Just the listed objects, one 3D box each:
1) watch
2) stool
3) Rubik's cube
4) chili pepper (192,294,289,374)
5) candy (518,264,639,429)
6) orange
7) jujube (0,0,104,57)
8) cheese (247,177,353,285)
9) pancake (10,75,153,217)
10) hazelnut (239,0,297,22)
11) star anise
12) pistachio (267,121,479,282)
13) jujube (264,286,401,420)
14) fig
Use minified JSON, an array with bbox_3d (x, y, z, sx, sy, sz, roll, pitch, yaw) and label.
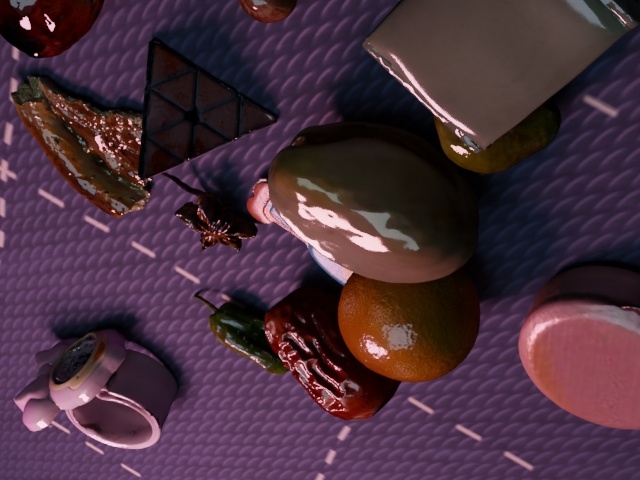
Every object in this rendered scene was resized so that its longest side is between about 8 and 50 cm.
[{"bbox_3d":[-0.396,0.292,2.301,0.248,0.211,0.217,-21,124,35],"label":"watch"},{"bbox_3d":[0.216,-0.267,1.264,0.170,0.270,0.243,42,139,-7],"label":"stool"},{"bbox_3d":[-0.209,-0.132,1.797,0.211,0.190,0.178,36,157,6],"label":"Rubik's cube"},{"bbox_3d":[-0.131,0.148,2.056,0.204,0.072,0.073,31,142,3],"label":"chili pepper"},{"bbox_3d":[0.389,0.141,1.676,0.255,0.094,0.255,19,137,18],"label":"candy"},{"bbox_3d":[0.122,0.102,1.751,0.206,0.206,0.206,19,137,18],"label":"orange"},{"bbox_3d":[-0.374,-0.326,1.706,0.168,0.168,0.236,33,157,3],"label":"jujube"},{"bbox_3d":[0.000,0.000,1.853,0.256,0.037,0.106,36,139,1],"label":"cheese"},{"bbox_3d":[-0.334,-0.152,1.915,0.244,0.057,0.266,-15,119,42],"label":"pancake"},{"bbox_3d":[-0.069,-0.309,1.564,0.086,0.086,0.086,19,137,18],"label":"hazelnut"},{"bbox_3d":[-0.179,-0.047,1.896,0.097,0.070,0.190,-10,142,43],"label":"star anise"},{"bbox_3d":[0.074,-0.050,1.642,0.288,0.166,0.197,21,117,17],"label":"pistachio"},{"bbox_3d":[0.021,0.169,1.922,0.230,0.155,0.155,46,140,2],"label":"jujube"},{"bbox_3d":[0.200,-0.149,1.502,0.154,0.144,0.166,0,151,-15],"label":"fig"}]
